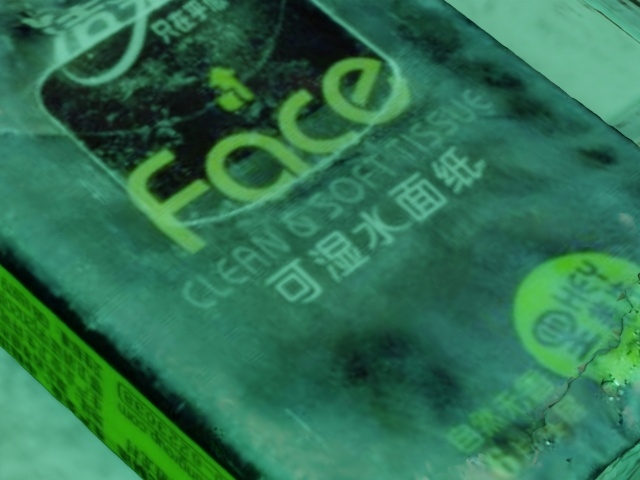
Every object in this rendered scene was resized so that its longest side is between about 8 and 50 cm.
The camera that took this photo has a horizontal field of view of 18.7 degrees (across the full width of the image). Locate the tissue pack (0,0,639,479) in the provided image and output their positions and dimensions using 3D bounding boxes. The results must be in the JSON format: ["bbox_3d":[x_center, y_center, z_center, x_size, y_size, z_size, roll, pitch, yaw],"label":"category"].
[{"bbox_3d":[0.000,0.000,0.565,0.173,0.073,0.235,-34,62,-30],"label":"tissue pack"}]
